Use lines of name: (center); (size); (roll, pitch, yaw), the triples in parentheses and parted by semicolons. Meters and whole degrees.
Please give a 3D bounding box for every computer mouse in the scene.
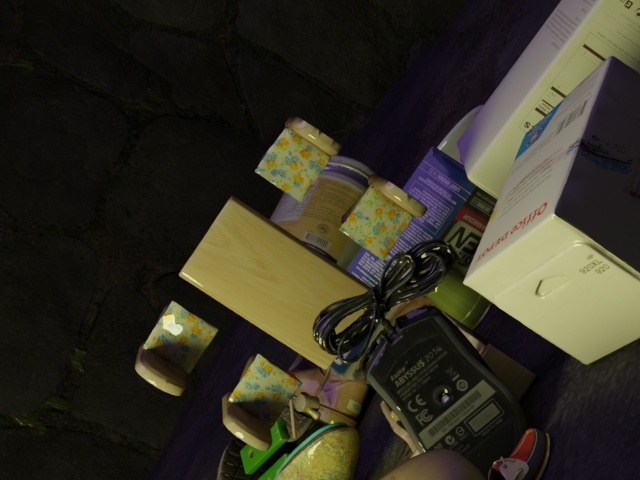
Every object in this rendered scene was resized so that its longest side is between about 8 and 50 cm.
computer mouse: (0.133, 0.150, 1.312); (0.188, 0.272, 0.072); (-36, -22, 7)

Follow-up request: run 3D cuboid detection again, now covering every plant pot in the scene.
plant pot: (0.193, 0.078, 1.678); (0.083, 0.079, 0.083); (-54, 9, 13)

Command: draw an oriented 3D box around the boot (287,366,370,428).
boot: (0.037, 0.170, 1.972); (0.236, 0.089, 0.269); (16, 75, 44)

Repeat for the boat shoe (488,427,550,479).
boat shoe: (0.188, 0.244, 1.196); (0.137, 0.043, 0.049); (-58, 6, -22)

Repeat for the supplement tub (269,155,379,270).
supplement tub: (0.000, 0.000, 2.540); (0.241, 0.241, 0.331); (-47, 12, 49)

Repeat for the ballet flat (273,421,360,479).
ballet flat: (-0.029, 0.388, 1.689); (0.348, 0.123, 0.123); (-51, 10, 39)

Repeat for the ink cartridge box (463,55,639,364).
ink cartridge box: (0.287, -0.027, 1.221); (0.171, 0.168, 0.233); (-45, 14, 55)

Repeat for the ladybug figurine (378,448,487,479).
ladybug figurine: (0.038, 0.401, 1.037); (0.449, 0.162, 0.305); (-56, 9, -4)

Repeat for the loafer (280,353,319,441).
loafer: (-0.004, 0.245, 2.149); (0.092, 0.102, 0.268); (7, -67, -60)

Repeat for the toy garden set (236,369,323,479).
toy garden set: (-0.042, 0.326, 1.858); (0.204, 0.049, 0.244); (-48, 45, 34)

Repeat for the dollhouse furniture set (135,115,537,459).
dollhouse furniture set: (0.025, 0.104, 1.442); (0.362, 0.394, 0.256); (-56, 9, 2)

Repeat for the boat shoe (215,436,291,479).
boat shoe: (-0.123, 0.411, 2.159); (0.120, 0.122, 0.324); (-59, -1, 23)

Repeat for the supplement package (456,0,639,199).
supplement package: (0.330, -0.169, 1.496); (0.293, 0.175, 0.177); (-54, 10, 17)

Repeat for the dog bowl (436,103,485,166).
dog bowl: (0.238, -0.090, 1.980); (0.265, 0.104, 0.265); (-55, 9, 13)

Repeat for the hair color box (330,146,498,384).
hair color box: (0.137, 0.049, 1.764); (0.347, 0.105, 0.174); (-55, -33, 8)
